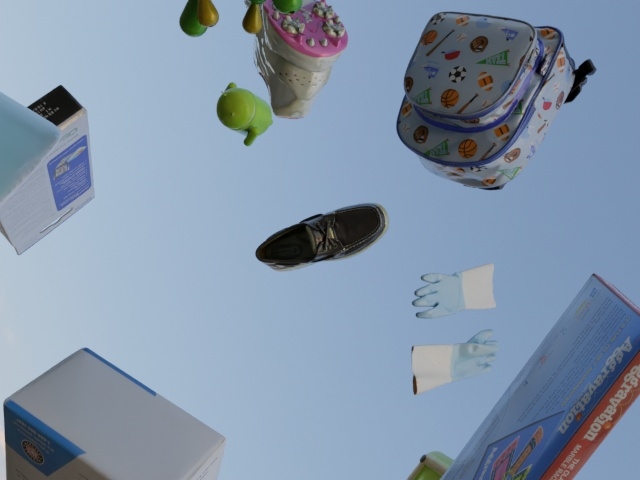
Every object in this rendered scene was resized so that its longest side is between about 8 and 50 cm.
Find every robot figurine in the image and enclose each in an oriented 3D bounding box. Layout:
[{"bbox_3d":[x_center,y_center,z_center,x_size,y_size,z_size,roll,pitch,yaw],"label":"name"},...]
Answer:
[{"bbox_3d":[-0.120,-0.203,1.168,0.067,0.115,0.101,-31,-105,17],"label":"robot figurine"}]

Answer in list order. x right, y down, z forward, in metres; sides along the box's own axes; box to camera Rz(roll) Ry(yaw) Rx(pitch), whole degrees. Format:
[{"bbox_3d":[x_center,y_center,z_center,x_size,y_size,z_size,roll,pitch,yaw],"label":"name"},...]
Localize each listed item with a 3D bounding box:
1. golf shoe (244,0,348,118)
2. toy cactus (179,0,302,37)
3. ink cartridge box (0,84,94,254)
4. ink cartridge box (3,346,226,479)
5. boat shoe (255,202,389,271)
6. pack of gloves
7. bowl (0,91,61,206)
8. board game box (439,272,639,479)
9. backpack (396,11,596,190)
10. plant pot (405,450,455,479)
[{"bbox_3d":[-0.053,-0.278,0.943,0.306,0.115,0.140,-103,-157,-44],"label":"golf shoe"},{"bbox_3d":[-0.076,-0.283,0.672,0.219,0.180,0.112,-22,-137,39],"label":"toy cactus"},{"bbox_3d":[-0.448,-0.096,1.168,0.069,0.176,0.371,46,-22,4],"label":"ink cartridge box"},{"bbox_3d":[-0.330,0.409,1.151,0.286,0.166,0.394,28,-54,17],"label":"ink cartridge box"},{"bbox_3d":[-0.001,-0.001,1.172,0.224,0.073,0.080,-19,-96,21],"label":"boat shoe"},{"bbox_3d":[0.244,0.145,1.248,0.046,0.232,0.195,2,-85,47],"label":"pack of gloves"},{"bbox_3d":[-0.293,-0.011,0.334,0.312,0.311,0.163,-8,-54,50],"label":"bowl"},{"bbox_3d":[0.194,0.170,0.660,0.027,0.145,0.281,31,-76,-6],"label":"board game box"},{"bbox_3d":[0.254,-0.225,1.189,0.277,0.213,0.263,19,-92,39],"label":"backpack"},{"bbox_3d":[0.247,0.527,1.338,0.207,0.227,0.228,43,-11,-14],"label":"plant pot"}]
